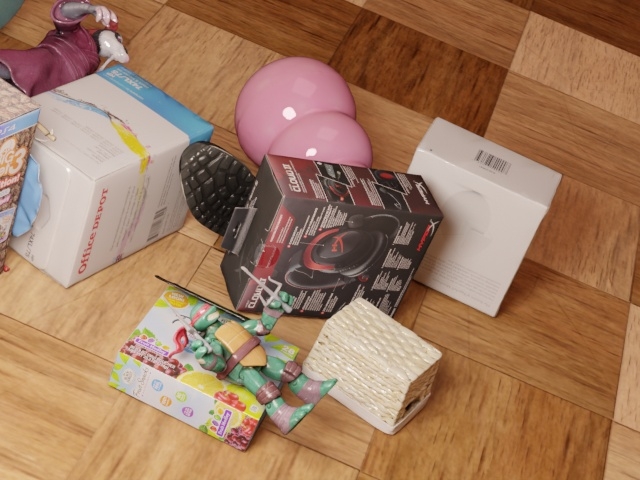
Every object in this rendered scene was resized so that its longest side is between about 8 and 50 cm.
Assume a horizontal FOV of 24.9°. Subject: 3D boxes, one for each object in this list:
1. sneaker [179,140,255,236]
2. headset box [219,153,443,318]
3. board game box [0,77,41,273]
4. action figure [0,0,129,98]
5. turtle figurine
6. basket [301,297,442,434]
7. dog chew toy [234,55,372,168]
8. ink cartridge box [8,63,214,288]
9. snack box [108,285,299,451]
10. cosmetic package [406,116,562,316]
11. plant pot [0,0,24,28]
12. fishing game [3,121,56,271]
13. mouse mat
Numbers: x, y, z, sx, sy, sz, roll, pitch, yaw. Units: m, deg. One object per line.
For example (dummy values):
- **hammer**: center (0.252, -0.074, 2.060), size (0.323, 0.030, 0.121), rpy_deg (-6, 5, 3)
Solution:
- **sneaker**: center (-0.136, -0.066, 2.189), size (0.283, 0.107, 0.124), rpy_deg (48, 5, -43)
- **headset box**: center (0.000, 0.000, 2.134), size (0.293, 0.218, 0.110), rpy_deg (6, 36, -25)
- **board game box**: center (-0.528, -0.100, 1.930), size (0.232, 0.291, 0.141), rpy_deg (34, 36, 17)
- **action figure**: center (-0.434, -0.260, 2.342), size (0.275, 0.248, 0.370), rpy_deg (2, 30, 21)
- **turtle figurine**: center (-0.095, 0.137, 1.873), size (0.234, 0.118, 0.175), rpy_deg (44, 53, 3)
- **basket**: center (0.076, 0.173, 2.049), size (0.167, 0.103, 0.113), rpy_deg (35, 37, 17)
- **dog chew toy**: center (-0.008, -0.145, 2.367), size (0.206, 0.207, 0.332), rpy_deg (-4, 49, -33)
- **ink cartridge box**: center (-0.332, -0.099, 2.118), size (0.197, 0.198, 0.270), rpy_deg (35, 36, 19)
- **snack box**: center (-0.155, 0.169, 1.959), size (0.207, 0.070, 0.174), rpy_deg (27, 34, 5)
- **cosmetic package**: center (0.232, -0.037, 2.315), size (0.224, 0.225, 0.138), rpy_deg (26, 32, 6)
- **plant pot**: center (-0.603, -0.450, 2.426), size (0.195, 0.290, 0.290), rpy_deg (43, 20, -36)
- **fishing game**: center (-0.445, -0.095, 1.993), size (0.189, 0.264, 0.041), rpy_deg (37, 38, 19)
- **mouse mat**: center (-0.151, 0.088, 2.030), size (0.152, 0.007, 0.190), rpy_deg (25, -4, 6)
